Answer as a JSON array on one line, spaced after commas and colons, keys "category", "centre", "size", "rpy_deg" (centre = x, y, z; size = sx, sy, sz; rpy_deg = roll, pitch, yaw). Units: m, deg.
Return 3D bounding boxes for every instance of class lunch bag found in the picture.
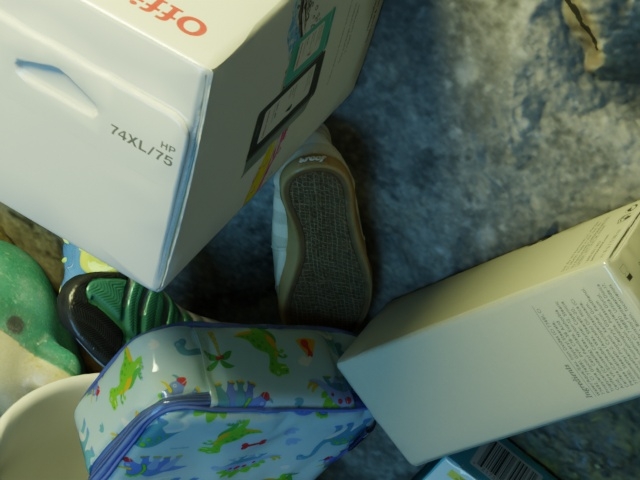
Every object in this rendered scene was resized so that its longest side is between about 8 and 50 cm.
[{"category": "lunch bag", "centre": [-0.074, 0.141, 1.375], "size": [0.176, 0.219, 0.090], "rpy_deg": [-46, 50, 44]}]

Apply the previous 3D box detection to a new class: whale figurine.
[{"category": "whale figurine", "centre": [-0.275, 0.097, 1.580], "size": [0.216, 0.141, 0.272], "rpy_deg": [1, 148, 49]}]

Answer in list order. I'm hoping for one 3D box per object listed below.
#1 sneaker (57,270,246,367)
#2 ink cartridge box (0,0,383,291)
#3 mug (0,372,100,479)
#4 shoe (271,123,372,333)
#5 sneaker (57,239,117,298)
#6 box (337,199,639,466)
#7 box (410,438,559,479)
[{"category": "sneaker", "centre": [-0.147, 0.086, 1.436], "size": [0.098, 0.083, 0.224], "rpy_deg": [-3, 158, 44]}, {"category": "ink cartridge box", "centre": [-0.101, -0.147, 1.143], "size": [0.198, 0.270, 0.197], "rpy_deg": [30, 135, 12]}, {"category": "mug", "centre": [-0.164, 0.321, 1.529], "size": [0.328, 0.374, 0.276], "rpy_deg": [-60, 44, 38]}, {"category": "shoe", "centre": [0.000, 0.000, 1.351], "size": [0.077, 0.058, 0.219], "rpy_deg": [-7, 136, -6]}, {"category": "sneaker", "centre": [-0.177, -0.022, 1.446], "size": [0.126, 0.091, 0.240], "rpy_deg": [57, 138, 10]}, {"category": "box", "centre": [0.151, 0.072, 1.270], "size": [0.275, 0.094, 0.113], "rpy_deg": [-23, 108, 44]}, {"category": "box", "centre": [0.102, 0.254, 1.472], "size": [0.100, 0.060, 0.244], "rpy_deg": [39, 136, 3]}]
